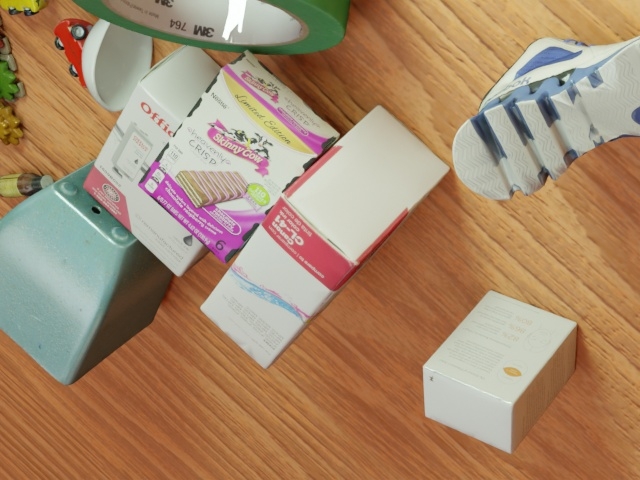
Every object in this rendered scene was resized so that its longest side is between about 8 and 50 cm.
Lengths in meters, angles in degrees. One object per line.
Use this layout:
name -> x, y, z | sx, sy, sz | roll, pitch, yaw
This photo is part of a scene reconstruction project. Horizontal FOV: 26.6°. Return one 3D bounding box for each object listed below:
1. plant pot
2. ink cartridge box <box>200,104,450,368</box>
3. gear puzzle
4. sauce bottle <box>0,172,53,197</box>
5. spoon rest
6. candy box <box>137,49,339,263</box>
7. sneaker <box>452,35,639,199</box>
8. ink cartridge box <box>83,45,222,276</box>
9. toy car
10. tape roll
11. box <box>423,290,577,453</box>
plant pot -> -0.362, 0.017, 2.091 | 0.248, 0.247, 0.252 | 41, 126, 7
ink cartridge box -> 0.000, 0.000, 1.729 | 0.131, 0.226, 0.306 | 43, 141, 1
gear puzzle -> -0.553, -0.291, 2.134 | 0.176, 0.044, 0.338 | 16, 133, 33
sauce bottle -> -0.493, -0.092, 2.261 | 0.128, 0.042, 0.042 | 1, 124, 45
spoon rest -> -0.272, -0.305, 1.803 | 0.084, 0.137, 0.276 | 11, 119, 27
candy box -> -0.106, -0.100, 1.696 | 0.159, 0.071, 0.233 | 42, 128, 1
sneaker -> 0.288, -0.164, 1.396 | 0.316, 0.182, 0.127 | -18, 116, 18
ink cartridge box -> -0.192, -0.108, 1.899 | 0.207, 0.117, 0.283 | 44, 143, 2
toy car -> -0.359, -0.357, 1.866 | 0.239, 0.053, 0.225 | 43, 141, 22
tape roll -> -0.125, -0.290, 1.536 | 0.321, 0.077, 0.321 | 9, 173, 1
box -> 0.227, 0.163, 1.708 | 0.130, 0.170, 0.091 | 22, 136, 30
